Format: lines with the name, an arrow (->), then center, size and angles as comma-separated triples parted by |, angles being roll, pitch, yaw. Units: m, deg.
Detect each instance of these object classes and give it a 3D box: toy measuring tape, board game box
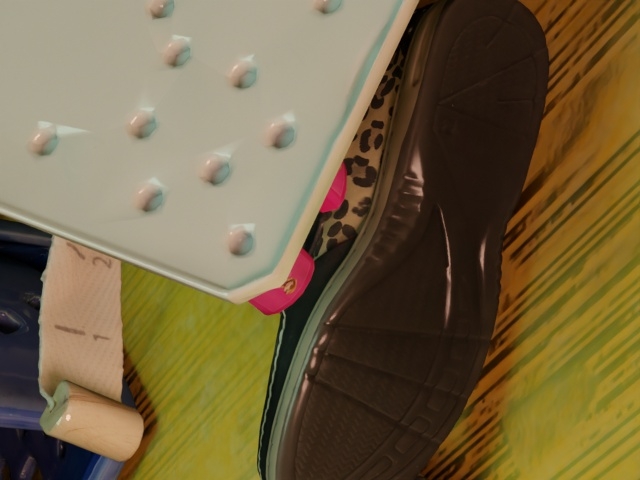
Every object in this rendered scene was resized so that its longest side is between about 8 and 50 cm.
toy measuring tape -> -0.072, -0.068, 0.709 | 0.121, 0.121, 0.330 | -50, 31, 40
board game box -> -0.094, -0.198, 0.694 | 0.390, 0.050, 0.390 | 19, 77, 27

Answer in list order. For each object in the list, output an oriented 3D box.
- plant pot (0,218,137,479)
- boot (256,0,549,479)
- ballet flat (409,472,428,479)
plant pot -> -0.272, 0.103, 1.019 | 0.236, 0.236, 0.212 | -60, 35, 33
boot -> 0.002, 0.000, 0.742 | 0.178, 0.085, 0.236 | 12, 82, 57
ballet flat -> 0.035, 0.101, 0.735 | 0.049, 0.057, 0.173 | -36, 45, -2
